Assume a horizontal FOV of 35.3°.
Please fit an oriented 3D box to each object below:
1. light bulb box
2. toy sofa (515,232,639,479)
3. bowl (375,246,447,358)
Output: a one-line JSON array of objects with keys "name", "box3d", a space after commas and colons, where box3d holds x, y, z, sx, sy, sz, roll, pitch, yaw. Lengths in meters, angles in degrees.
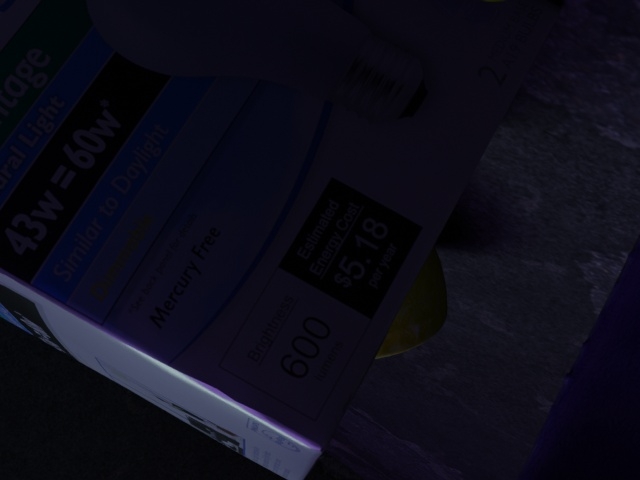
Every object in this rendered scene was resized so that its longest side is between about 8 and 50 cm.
[{"name": "light bulb box", "box3d": [-0.081, -0.070, 0.742, 0.361, 0.357, 0.225, 28, 161, 5]}, {"name": "toy sofa", "box3d": [0.232, 0.043, 0.535, 0.150, 0.362, 0.177, 28, 169, 12]}, {"name": "bowl", "box3d": [0.000, 0.000, 1.092, 0.290, 0.289, 0.156, 18, 116, 36]}]
